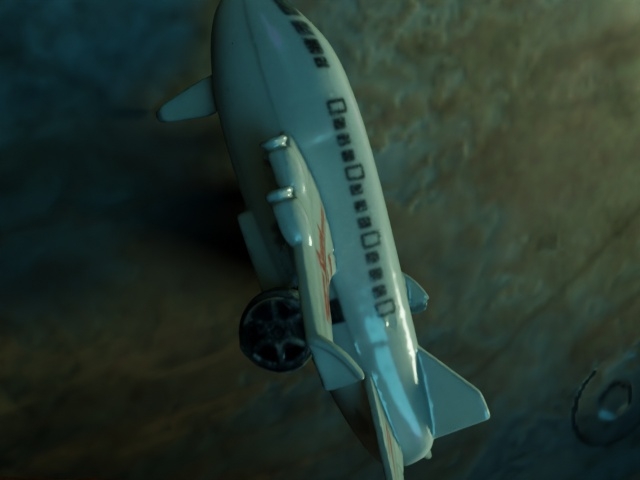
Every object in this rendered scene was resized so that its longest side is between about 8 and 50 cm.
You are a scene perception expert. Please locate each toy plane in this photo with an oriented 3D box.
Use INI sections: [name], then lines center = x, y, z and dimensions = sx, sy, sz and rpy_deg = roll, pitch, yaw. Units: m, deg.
[toy plane]
center = 0.000, 0.000, 0.421
dimensions = 0.066, 0.162, 0.171
rpy_deg = -28, 89, 12

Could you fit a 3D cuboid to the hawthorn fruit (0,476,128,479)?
[hawthorn fruit]
center = -0.085, 0.273, 0.347
dimensions = 0.403, 0.403, 0.402
rpy_deg = -12, 117, -24
